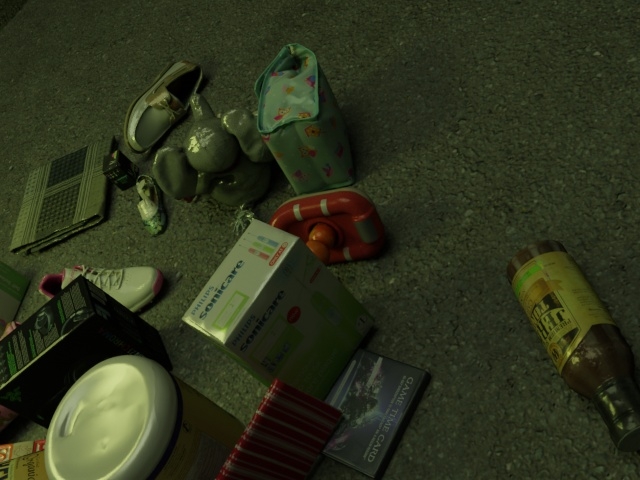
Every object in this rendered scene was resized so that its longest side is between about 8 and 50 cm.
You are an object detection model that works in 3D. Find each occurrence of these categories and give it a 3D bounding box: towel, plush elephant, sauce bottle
[{"bbox_3d":[-0.088,0.362,1.285,0.031,0.199,0.274,26,82,39],"label":"towel"},{"bbox_3d":[-0.224,-0.197,1.770,0.272,0.255,0.330,-22,51,2],"label":"plush elephant"},{"bbox_3d":[-0.693,-0.119,2.215,0.312,0.056,0.324,-19,46,18],"label":"towel"},{"bbox_3d":[0.389,0.147,1.203,0.111,0.111,0.344,-32,44,11],"label":"sauce bottle"}]

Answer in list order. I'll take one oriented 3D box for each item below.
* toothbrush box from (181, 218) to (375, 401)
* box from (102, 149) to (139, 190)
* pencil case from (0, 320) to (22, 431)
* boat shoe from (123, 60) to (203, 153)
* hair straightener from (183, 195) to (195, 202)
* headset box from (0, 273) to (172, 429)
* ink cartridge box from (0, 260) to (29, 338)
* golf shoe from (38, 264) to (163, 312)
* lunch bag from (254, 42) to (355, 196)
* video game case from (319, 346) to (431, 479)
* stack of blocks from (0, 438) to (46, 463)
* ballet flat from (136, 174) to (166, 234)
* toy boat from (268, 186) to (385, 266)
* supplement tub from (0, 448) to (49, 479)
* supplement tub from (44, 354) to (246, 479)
[{"bbox_3d":[-0.061,0.133,1.369,0.122,0.283,0.206,22,70,43],"label":"toothbrush box"},{"bbox_3d":[-0.518,-0.181,2.106,0.052,0.083,0.062,-23,47,19],"label":"box"},{"bbox_3d":[-0.756,0.363,1.803,0.386,0.160,0.167,-47,11,-4],"label":"pencil case"},{"bbox_3d":[-0.414,-0.362,2.152,0.103,0.113,0.302,1,57,42],"label":"boat shoe"},{"bbox_3d":[-0.296,-0.194,1.987,0.089,0.047,0.230,13,65,40],"label":"hair straightener"},{"bbox_3d":[-0.495,0.251,1.640,0.283,0.246,0.131,-38,44,3],"label":"headset box"},{"bbox_3d":[-0.896,0.231,2.027,0.207,0.119,0.353,-8,53,30],"label":"ink cartridge box"},{"bbox_3d":[-0.500,0.109,1.833,0.306,0.140,0.115,-16,48,23],"label":"golf shoe"},{"bbox_3d":[-0.032,-0.261,1.728,0.160,0.223,0.262,-16,49,15],"label":"lunch bag"},{"bbox_3d":[0.035,0.277,1.412,0.274,0.026,0.196,14,66,40],"label":"video game case"},{"bbox_3d":[-0.661,0.502,1.595,0.297,0.087,0.171,-8,49,-2],"label":"stack of blocks"},{"bbox_3d":[-0.422,-0.092,1.985,0.070,0.070,0.188,-32,45,10],"label":"ballet flat"},{"bbox_3d":[0.000,0.000,1.544,0.231,0.151,0.151,-10,33,30],"label":"toy boat"},{"bbox_3d":[-0.509,0.490,1.419,0.316,0.228,0.228,-15,44,-12],"label":"supplement tub"},{"bbox_3d":[-0.252,0.358,1.327,0.241,0.331,0.241,-18,49,22],"label":"supplement tub"}]
